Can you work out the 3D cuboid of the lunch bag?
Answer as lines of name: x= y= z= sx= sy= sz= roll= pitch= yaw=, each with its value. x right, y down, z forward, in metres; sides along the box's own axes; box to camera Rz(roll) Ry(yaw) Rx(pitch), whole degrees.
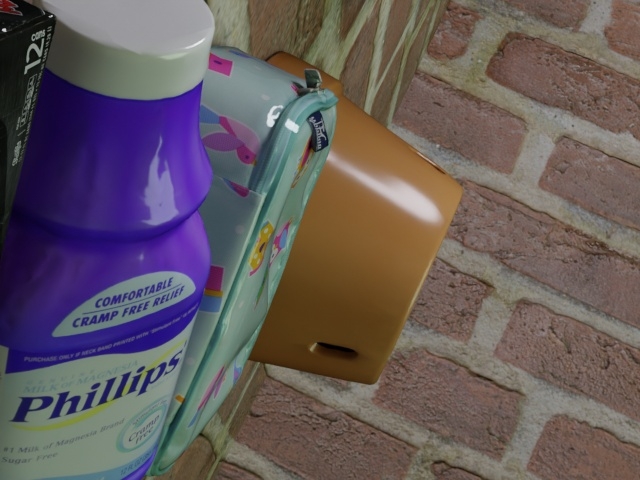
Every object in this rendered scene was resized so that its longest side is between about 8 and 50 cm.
lunch bag: x=-0.077 y=0.003 z=0.710 sx=0.224 sy=0.108 sz=0.279 roll=-43 pitch=157 yaw=-76

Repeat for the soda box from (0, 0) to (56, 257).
soda box: x=-0.139 y=-0.003 z=0.336 sx=0.169 sy=0.060 sz=0.053 roll=-68 pitch=173 yaw=29

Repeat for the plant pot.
plant pot: x=0.000 y=0.000 z=0.953 sx=0.291 sy=0.203 sz=0.290 roll=24 pitch=90 yaw=-85

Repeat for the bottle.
bottle: x=-0.109 y=0.018 z=0.462 sx=0.118 sy=0.092 sz=0.283 roll=-17 pitch=141 yaw=-40
